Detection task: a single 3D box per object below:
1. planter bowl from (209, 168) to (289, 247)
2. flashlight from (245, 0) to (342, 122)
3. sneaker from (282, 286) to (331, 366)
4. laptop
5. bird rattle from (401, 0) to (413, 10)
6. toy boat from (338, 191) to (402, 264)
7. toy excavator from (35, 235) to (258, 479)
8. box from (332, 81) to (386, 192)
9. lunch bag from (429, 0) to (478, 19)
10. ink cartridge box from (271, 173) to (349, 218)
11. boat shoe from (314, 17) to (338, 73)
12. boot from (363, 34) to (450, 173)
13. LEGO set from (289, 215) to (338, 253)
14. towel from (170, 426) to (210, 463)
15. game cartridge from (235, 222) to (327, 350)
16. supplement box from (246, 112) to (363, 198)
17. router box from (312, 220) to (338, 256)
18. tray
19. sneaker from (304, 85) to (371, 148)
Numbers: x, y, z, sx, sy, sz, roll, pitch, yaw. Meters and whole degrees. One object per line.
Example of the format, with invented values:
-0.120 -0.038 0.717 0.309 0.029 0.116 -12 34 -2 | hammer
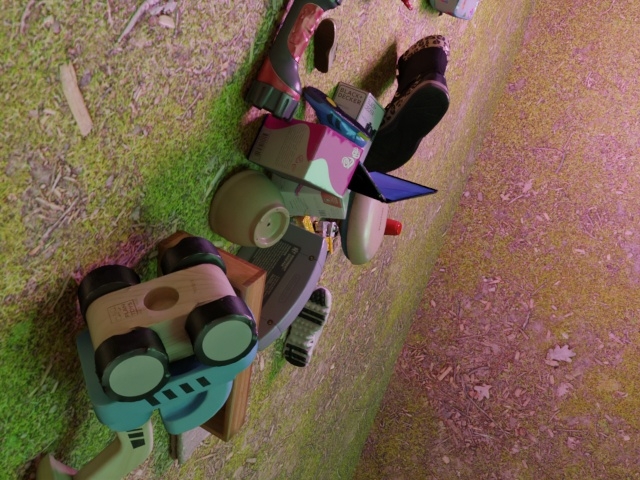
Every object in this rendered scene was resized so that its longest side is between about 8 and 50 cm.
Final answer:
-0.134 -0.051 1.425 0.162 0.109 0.162 -32 141 -30 | planter bowl
-0.037 -0.384 1.335 0.103 0.103 0.304 25 95 -35 | flashlight
-0.032 0.244 2.084 0.118 0.110 0.292 -48 163 -55 | sneaker
0.099 -0.179 1.562 0.136 0.234 0.264 -47 126 -13 | laptop
0.205 -0.677 1.594 0.254 0.143 0.207 80 24 -62 | bird rattle
0.134 -0.057 2.080 0.318 0.148 0.268 13 88 -67 | toy boat
-0.306 0.273 1.183 0.432 0.222 0.445 -19 130 -18 | toy excavator
0.053 -0.236 1.757 0.290 0.087 0.169 -66 159 2 | box
0.417 -0.784 2.002 0.224 0.107 0.279 -27 139 -63 | lunch bag
-0.043 -0.108 1.552 0.115 0.198 0.067 68 29 -63 | ink cartridge box
0.015 -0.432 1.508 0.045 0.050 0.135 -54 167 -36 | boat shoe
0.232 -0.376 1.918 0.377 0.138 0.284 -48 -159 48 | boot
-0.053 -0.025 1.766 0.287 0.107 0.132 37 55 -61 | LEGO set
-0.295 0.404 1.683 0.187 0.049 0.282 -45 151 -45 | towel
-0.118 0.094 1.553 0.297 0.198 0.062 -57 158 -21 | game cartridge
-0.035 -0.174 1.390 0.113 0.220 0.111 25 90 -37 | supplement box
0.000 0.000 1.961 0.092 0.038 0.122 -66 159 0 | router box
-0.231 0.199 1.387 0.076 0.202 0.411 -40 148 -50 | tray
0.025 -0.271 1.598 0.082 0.069 0.209 -39 127 21 | sneaker
